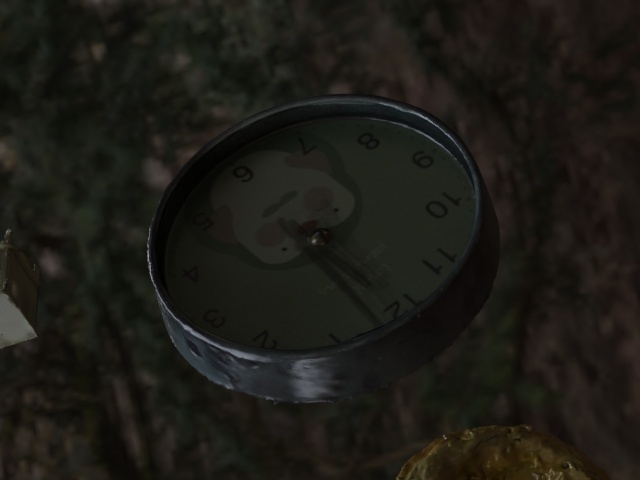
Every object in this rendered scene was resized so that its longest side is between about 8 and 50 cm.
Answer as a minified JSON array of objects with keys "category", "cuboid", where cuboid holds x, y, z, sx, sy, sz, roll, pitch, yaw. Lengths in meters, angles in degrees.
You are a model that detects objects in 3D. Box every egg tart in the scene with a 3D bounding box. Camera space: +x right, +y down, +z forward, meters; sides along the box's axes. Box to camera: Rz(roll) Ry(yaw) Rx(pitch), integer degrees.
[{"category":"egg tart","cuboid":[0.198,0.337,2.046,0.118,0.288,0.288,90,178,-69]}]

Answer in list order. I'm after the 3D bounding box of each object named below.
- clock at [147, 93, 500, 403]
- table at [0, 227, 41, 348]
[{"category":"clock","cuboid":[0.001,0.000,1.719,0.066,0.319,0.319,72,-157,-49]},{"category":"table","cuboid":[-0.288,0.044,1.653,0.083,0.079,0.062,-94,-17,-46]}]
